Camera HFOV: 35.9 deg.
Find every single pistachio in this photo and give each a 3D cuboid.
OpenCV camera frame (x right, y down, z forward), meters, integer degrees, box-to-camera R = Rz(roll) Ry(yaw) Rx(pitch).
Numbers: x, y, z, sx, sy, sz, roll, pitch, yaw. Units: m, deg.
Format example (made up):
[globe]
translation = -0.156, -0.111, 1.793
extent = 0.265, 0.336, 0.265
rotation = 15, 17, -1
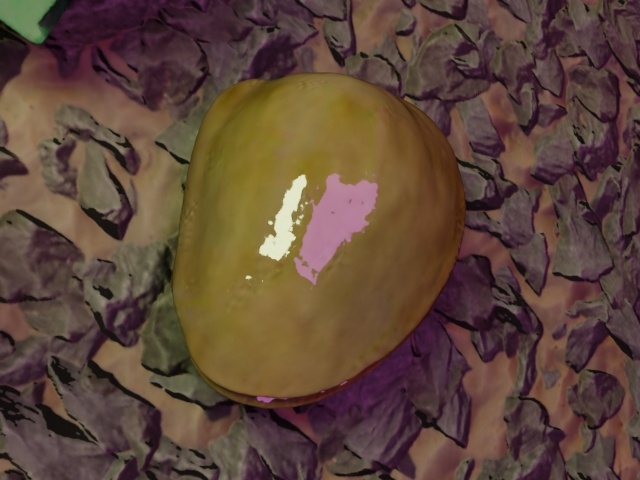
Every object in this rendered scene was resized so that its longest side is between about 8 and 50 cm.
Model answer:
[pistachio]
translation = 0.000, 0.000, 0.738
extent = 0.213, 0.163, 0.260
rotation = 10, 73, 3

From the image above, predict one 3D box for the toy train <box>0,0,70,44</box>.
[toy train]
translation = -0.155, -0.276, 0.634
extent = 0.145, 0.202, 0.266
rotation = 37, 39, -22
